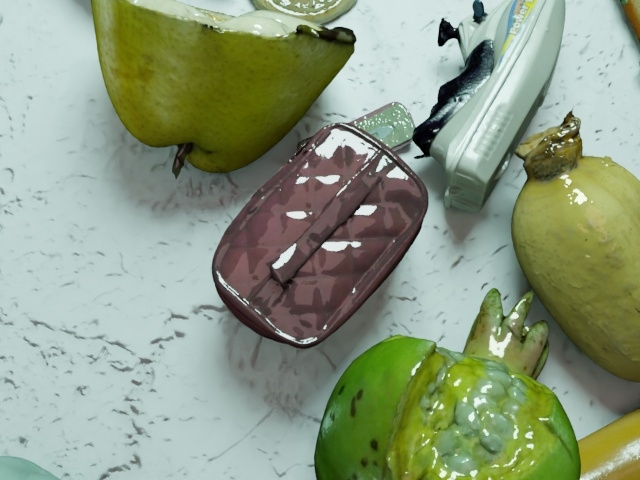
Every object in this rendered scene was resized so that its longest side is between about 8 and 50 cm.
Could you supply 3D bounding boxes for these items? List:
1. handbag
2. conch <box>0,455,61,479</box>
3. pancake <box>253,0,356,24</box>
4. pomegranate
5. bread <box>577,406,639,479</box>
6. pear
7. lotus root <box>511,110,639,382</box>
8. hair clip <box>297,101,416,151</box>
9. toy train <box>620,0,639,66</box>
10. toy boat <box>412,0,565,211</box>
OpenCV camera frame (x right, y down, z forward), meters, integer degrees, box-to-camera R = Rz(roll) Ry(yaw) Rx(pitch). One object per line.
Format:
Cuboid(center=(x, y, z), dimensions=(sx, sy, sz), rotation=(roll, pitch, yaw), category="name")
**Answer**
Cuboid(center=(0.000, 0.000, 0.664), dimensions=(0.146, 0.135, 0.225), rotation=(43, 84, 4), category="handbag")
Cuboid(center=(-0.275, 0.302, 0.602), dimensions=(0.185, 0.121, 0.221), rotation=(-28, 89, -12), category="conch")
Cuboid(center=(-0.023, -0.326, 0.788), dimensions=(0.152, 0.025, 0.151), rotation=(1, 80, -3), category="pancake")
Cuboid(center=(0.130, 0.171, 0.623), dimensions=(0.236, 0.236, 0.302), rotation=(42, 46, 5), category="pomegranate")
Cuboid(center=(0.326, 0.230, 0.676), dimensions=(0.239, 0.074, 0.092), rotation=(-25, 86, -7), category="bread")
Cuboid(center=(-0.108, -0.157, 0.680), dimensions=(0.267, 0.267, 0.178), rotation=(13, 113, -1), category="pear")
Cuboid(center=(0.287, 0.022, 0.680), dimensions=(0.146, 0.131, 0.303), rotation=(-36, 97, -39), category="lotus root")
Cuboid(center=(0.041, -0.112, 0.751), dimensions=(0.137, 0.022, 0.054), rotation=(-24, 82, -4), category="hair clip")
Cuboid(center=(0.455, -0.234, 0.762), dimensions=(0.177, 0.116, 0.285), rotation=(-21, 81, 5), category="toy train")
Cuboid(center=(0.181, -0.169, 0.720), dimensions=(0.141, 0.141, 0.269), rotation=(16, 76, 0), category="toy boat")
